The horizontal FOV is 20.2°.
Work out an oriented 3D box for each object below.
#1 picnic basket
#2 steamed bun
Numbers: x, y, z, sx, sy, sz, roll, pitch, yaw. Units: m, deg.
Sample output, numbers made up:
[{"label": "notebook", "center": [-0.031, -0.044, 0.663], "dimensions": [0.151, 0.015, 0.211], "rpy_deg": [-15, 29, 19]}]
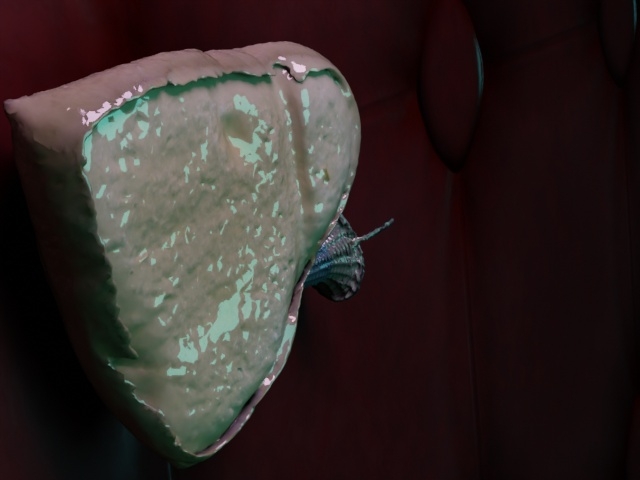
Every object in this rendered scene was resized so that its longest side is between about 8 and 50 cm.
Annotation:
[{"label": "picnic basket", "center": [0.000, 0.000, 1.187], "dimensions": [0.083, 0.065, 0.083], "rpy_deg": [-38, 117, -33]}, {"label": "steamed bun", "center": [-0.073, -0.018, 0.969], "dimensions": [0.212, 0.110, 0.231], "rpy_deg": [-39, 130, -37]}]
